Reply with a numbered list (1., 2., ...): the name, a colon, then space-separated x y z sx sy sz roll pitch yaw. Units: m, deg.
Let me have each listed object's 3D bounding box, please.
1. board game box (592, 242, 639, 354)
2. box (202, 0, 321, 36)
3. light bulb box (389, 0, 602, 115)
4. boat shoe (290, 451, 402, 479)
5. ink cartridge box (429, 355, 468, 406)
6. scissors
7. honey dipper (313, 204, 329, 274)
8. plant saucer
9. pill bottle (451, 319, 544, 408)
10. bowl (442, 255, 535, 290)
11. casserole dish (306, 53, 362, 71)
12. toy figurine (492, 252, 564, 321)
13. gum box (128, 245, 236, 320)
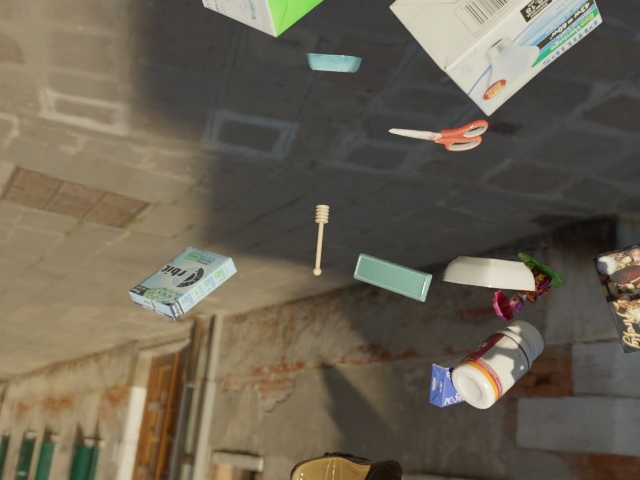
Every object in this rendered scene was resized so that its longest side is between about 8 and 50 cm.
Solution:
1. board game box: 0.756 0.130 1.917 0.165 0.243 0.042 -19 -176 26
2. box: -0.101 -0.585 1.751 0.231 0.262 0.127 29 151 32
3. light bulb box: 0.410 -0.519 1.881 0.358 0.225 0.361 -40 157 17
4. boat shoe: 0.048 0.591 2.063 0.342 0.123 0.123 7 175 -38
5. ink cartridge box: 0.355 0.339 2.018 0.207 0.097 0.046 -3 -168 -41
6. scissors: 0.272 -0.240 1.948 0.297 0.021 0.109 -10 155 -26
7. honey dipper: 0.000 0.000 1.872 0.030 0.161 0.030 3 169 1
8. plant saucer: 0.165 0.084 1.934 0.192 0.067 0.018 18 -175 28
9. pill bottle: 0.423 0.288 1.945 0.221 0.121 0.121 -34 -173 -30
10. bowl: 0.320 0.061 1.555 0.142 0.053 0.142 7 178 -33
11. casserole dish: 0.032 -0.405 1.878 0.114 0.037 0.188 5 -169 10
12. toy figurine: 0.504 0.134 2.045 0.130 0.159 0.173 43 177 -15
13. gum box: -0.302 0.089 1.799 0.157 0.184 0.041 14 134 44
